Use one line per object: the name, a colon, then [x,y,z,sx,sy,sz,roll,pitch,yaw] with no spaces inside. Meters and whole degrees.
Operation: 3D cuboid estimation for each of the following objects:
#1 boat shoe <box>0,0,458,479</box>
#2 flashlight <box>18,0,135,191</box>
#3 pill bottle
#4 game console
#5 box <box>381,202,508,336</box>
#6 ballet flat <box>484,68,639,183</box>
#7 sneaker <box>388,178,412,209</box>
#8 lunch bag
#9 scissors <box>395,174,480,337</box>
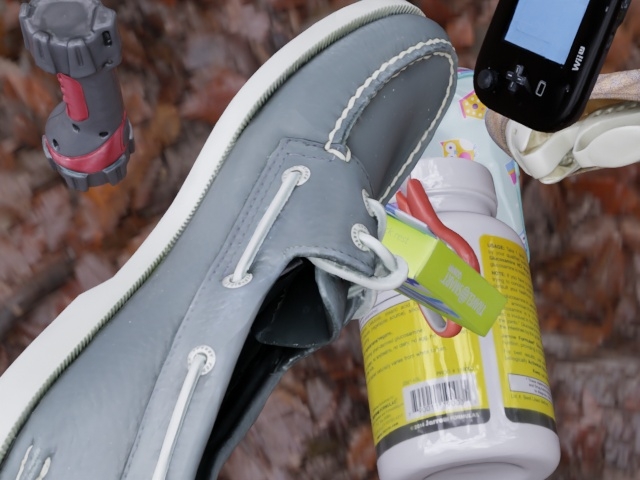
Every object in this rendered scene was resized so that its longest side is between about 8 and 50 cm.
boat shoe: [-0.016,0.022,0.707,0.099,0.116,0.319,23,55,25]
flashlight: [-0.259,-0.159,1.814,0.103,0.304,0.103,-38,70,-15]
pill bottle: [0.134,0.091,1.800,0.188,0.188,0.334,-8,66,3]
game console: [0.196,-0.239,1.082,0.213,0.044,0.361,39,112,59]
box: [0.067,0.014,1.351,0.109,0.178,0.042,28,84,32]
ballet flat: [0.256,-0.108,1.679,0.107,0.316,0.106,52,56,-19]
sneaker: [0.000,0.000,1.779,0.236,0.095,0.104,-15,96,17]
lunch bag: [0.117,-0.065,2.026,0.224,0.108,0.279,-13,105,-7]
scissors: [0.074,-0.050,1.618,0.021,0.109,0.297,-13,64,-26]
